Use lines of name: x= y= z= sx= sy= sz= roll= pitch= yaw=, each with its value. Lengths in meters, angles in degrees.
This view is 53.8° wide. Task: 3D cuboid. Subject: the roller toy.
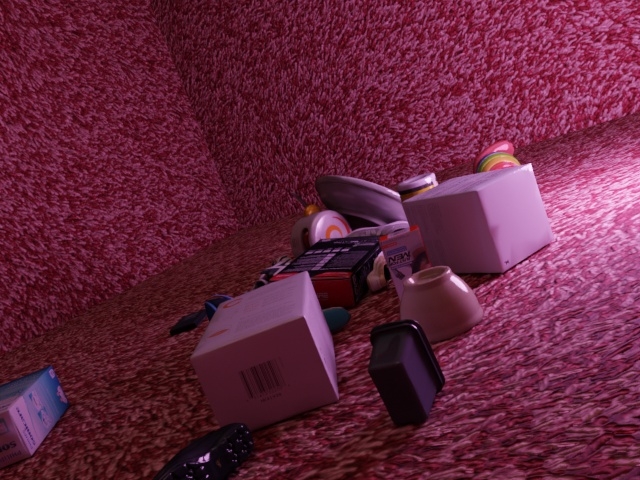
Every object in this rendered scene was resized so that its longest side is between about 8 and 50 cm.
roller toy: x=0.000 y=0.000 z=2.116 sx=0.146 sy=0.209 sz=0.191 roll=-12 pitch=37 yaw=49

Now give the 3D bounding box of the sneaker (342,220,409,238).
sneaker: x=0.180 y=0.002 z=1.988 sx=0.281 sy=0.105 sz=0.115 roll=-22 pitch=9 yaw=-12

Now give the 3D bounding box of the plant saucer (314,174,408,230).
plant saucer: x=0.156 y=-0.097 z=2.176 sx=0.400 sy=0.400 sz=0.101 roll=-3 pitch=64 yaw=62

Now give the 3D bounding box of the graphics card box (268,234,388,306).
graphics card box: x=0.041 y=0.081 z=1.766 sx=0.232 sy=0.094 sz=0.371 roll=-4 pitch=16 yaw=23

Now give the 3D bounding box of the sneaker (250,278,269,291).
sneaker: x=-0.126 y=0.150 z=1.766 sx=0.099 sy=0.121 sz=0.262 roll=-14 pitch=11 yaw=33

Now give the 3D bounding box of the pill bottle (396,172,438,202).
pill bottle: x=0.313 y=-0.085 z=1.870 sx=0.119 sy=0.209 sz=0.119 roll=-20 pitch=9 yaw=3

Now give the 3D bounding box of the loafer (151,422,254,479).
loafer: x=-0.190 y=0.347 z=0.941 sx=0.078 sy=0.076 sz=0.223 roll=-21 pitch=3 yaw=35

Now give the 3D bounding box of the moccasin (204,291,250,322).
moccasin: x=-0.182 y=0.213 z=1.584 sx=0.116 sy=0.138 sz=0.342 roll=-27 pitch=25 yaw=-27

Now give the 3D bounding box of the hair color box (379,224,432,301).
hair color box: x=0.201 y=0.060 z=1.407 sx=0.093 sy=0.167 sz=0.053 roll=-19 pitch=10 yaw=10

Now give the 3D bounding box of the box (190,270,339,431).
box: x=-0.097 y=0.206 z=1.232 sx=0.215 sy=0.168 sz=0.345 roll=-21 pitch=10 yaw=3

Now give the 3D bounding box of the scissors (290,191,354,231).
scissors: x=0.005 y=-0.062 z=2.218 sx=0.021 sy=0.297 sz=0.109 roll=-57 pitch=-2 yaw=-37

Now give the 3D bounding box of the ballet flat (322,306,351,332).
ballet flat: x=-0.010 y=0.199 z=1.450 sx=0.168 sy=0.057 sz=0.052 roll=-20 pitch=-15 yaw=-7

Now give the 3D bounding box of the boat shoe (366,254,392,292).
boat shoe: x=0.173 y=0.085 z=1.684 sx=0.059 sy=0.063 sz=0.170 roll=-14 pitch=21 yaw=24

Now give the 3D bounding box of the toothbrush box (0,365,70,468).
toothbrush box: x=-0.767 y=0.440 z=1.515 sx=0.216 sy=0.126 sz=0.295 roll=-21 pitch=11 yaw=-1

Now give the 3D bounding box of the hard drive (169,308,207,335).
hard drive: x=-0.431 y=0.268 z=2.072 sx=0.094 sy=0.022 sz=0.135 roll=-19 pitch=9 yaw=10

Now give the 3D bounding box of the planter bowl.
planter bowl: x=0.222 y=0.116 z=1.229 sx=0.162 sy=0.109 sz=0.162 roll=-21 pitch=9 yaw=3

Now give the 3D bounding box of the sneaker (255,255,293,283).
sneaker: x=-0.158 y=0.119 z=2.096 sx=0.153 sy=0.094 sz=0.235 roll=-16 pitch=16 yaw=-24

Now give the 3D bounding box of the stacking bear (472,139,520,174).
stacking bear: x=0.627 y=-0.220 z=2.157 sx=0.164 sy=0.175 sz=0.289 roll=-18 pitch=17 yaw=8

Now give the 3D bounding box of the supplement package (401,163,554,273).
supplement package: x=0.378 y=-0.047 z=1.534 sx=0.198 sy=0.199 sz=0.262 roll=-26 pitch=10 yaw=-30

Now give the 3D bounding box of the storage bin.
storage bin: x=0.116 y=0.201 z=0.934 sx=0.098 sy=0.135 sz=0.091 roll=-17 pitch=20 yaw=25
